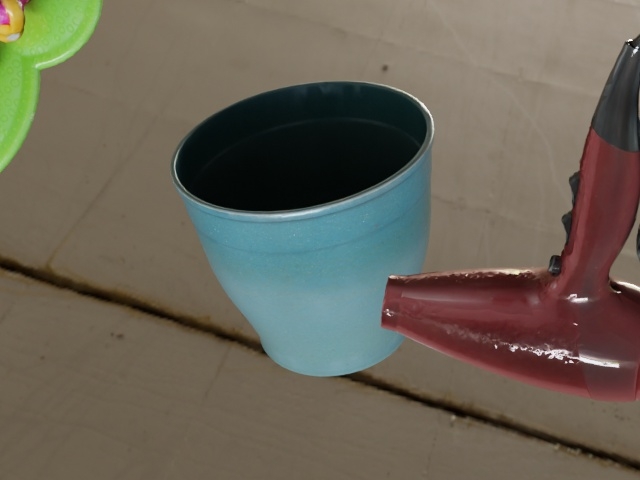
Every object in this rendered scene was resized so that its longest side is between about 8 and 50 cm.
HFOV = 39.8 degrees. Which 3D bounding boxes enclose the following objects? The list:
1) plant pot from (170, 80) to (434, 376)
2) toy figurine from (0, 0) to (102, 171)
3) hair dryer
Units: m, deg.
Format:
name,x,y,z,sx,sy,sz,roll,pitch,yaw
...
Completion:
name,x,y,z,sx,sy,sz,roll,pitch,yaw
plant pot,0.000,0.000,0.971,0.272,0.255,0.271,-8,-146,5
toy figurine,-0.190,-0.092,0.363,0.173,0.159,0.130,-31,-93,4
hair dryer,0.163,0.002,0.528,0.294,0.223,0.080,-28,-161,29
